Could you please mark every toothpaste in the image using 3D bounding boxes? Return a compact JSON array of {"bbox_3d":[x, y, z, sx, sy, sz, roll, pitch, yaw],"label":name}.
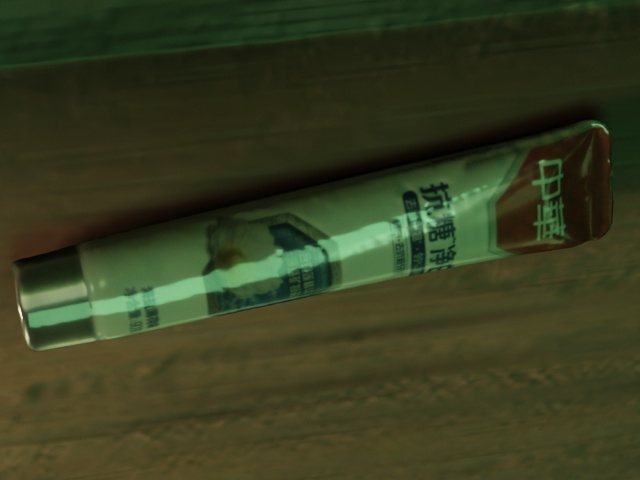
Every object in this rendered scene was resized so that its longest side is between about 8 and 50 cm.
[{"bbox_3d":[0.000,0.000,0.763,0.239,0.039,0.062,-13,131,-8],"label":"toothpaste"}]
